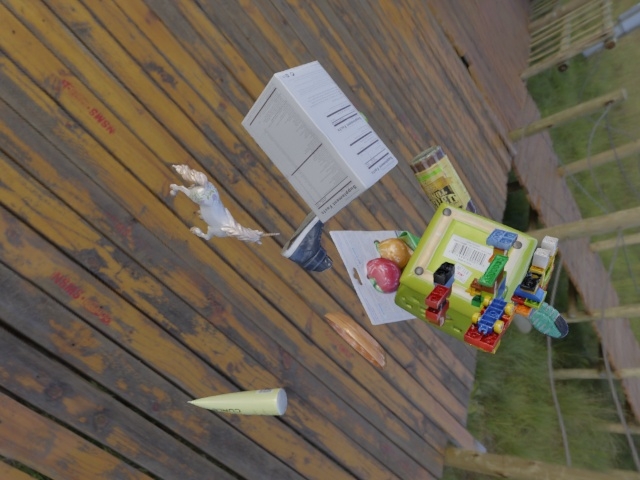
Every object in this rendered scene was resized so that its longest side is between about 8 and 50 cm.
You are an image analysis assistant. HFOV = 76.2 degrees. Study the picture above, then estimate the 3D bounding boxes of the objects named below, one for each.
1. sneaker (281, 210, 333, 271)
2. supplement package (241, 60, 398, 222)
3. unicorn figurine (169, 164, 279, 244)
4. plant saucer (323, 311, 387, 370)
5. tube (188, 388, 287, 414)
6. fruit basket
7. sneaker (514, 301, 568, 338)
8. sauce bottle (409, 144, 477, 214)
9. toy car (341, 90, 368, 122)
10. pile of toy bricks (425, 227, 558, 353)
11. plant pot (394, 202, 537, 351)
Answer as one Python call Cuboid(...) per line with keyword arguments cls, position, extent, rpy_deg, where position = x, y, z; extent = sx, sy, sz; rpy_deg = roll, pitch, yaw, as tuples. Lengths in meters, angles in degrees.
Cuboid(cls="sneaker", position=(-0.001, 0.000, 1.361), extent=(0.163, 0.086, 0.226), rpy_deg=(36, 97, -16))
Cuboid(cls="supplement package", position=(0.000, -0.181, 0.760), extent=(0.244, 0.139, 0.134), rpy_deg=(51, 46, -3))
Cuboid(cls="unicorn figurine", position=(-0.154, -0.039, 0.606), extent=(0.162, 0.111, 0.060), rpy_deg=(54, 54, -44))
Cuboid(cls="plant saucer", position=(0.093, 0.246, 1.027), extent=(0.037, 0.200, 0.200), rpy_deg=(-47, 113, -12))
Cuboid(cls="tube", position=(-0.203, 0.407, 1.018), extent=(0.062, 0.240, 0.070), rpy_deg=(-55, 134, -66))
Cuboid(cls="fruit basket", position=(0.220, 0.106, 1.279), extent=(0.353, 0.165, 0.327), rpy_deg=(-5, 55, -32))
Cuboid(cls="sneaker", position=(0.661, 0.205, 1.267), extent=(0.224, 0.083, 0.098), rpy_deg=(40, 24, 13))
Cuboid(cls="sauce bottle", position=(0.399, -0.117, 1.234), extent=(0.344, 0.111, 0.111), rpy_deg=(55, 47, -9))
Cuboid(cls="toy car", position=(0.045, -0.399, 1.304), extent=(0.149, 0.155, 0.188), rpy_deg=(25, 41, -32))
Cuboid(cls="pile of toy bricks", position=(0.220, 0.078, 0.528), extent=(0.212, 0.118, 0.105), rpy_deg=(-37, 131, -36))
Cuboid(cls="plant pot", position=(0.295, 0.065, 0.840), extent=(0.227, 0.228, 0.207), rpy_deg=(-58, 157, -13))
